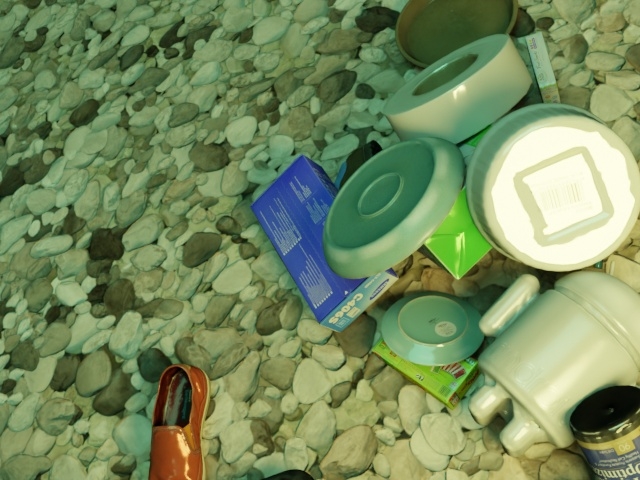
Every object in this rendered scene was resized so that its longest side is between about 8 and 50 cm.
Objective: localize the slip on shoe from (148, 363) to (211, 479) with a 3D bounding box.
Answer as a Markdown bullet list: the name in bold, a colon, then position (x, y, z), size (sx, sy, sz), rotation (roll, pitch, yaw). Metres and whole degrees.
- **slip on shoe**: position (-0.279, 0.387, 1.754), size (0.123, 0.101, 0.331), rotation (-7, 60, 19)

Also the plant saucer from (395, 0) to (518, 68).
- **plant saucer**: position (0.301, -0.478, 2.041), size (0.277, 0.041, 0.278), rotation (-12, 57, 19)

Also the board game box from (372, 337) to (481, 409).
- **board game box**: position (0.192, 0.216, 1.671), size (0.181, 0.043, 0.092), rotation (32, 77, 35)

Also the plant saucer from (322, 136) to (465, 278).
- **plant saucer**: position (0.117, -0.072, 1.660), size (0.317, 0.043, 0.318), rotation (-33, 32, 24)

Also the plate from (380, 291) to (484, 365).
- **plate**: position (0.203, 0.151, 1.669), size (0.188, 0.024, 0.188), rotation (-2, 39, 2)

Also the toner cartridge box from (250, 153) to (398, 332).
- **toner cartridge box**: position (0.000, 0.000, 1.848), size (0.165, 0.075, 0.348), rotation (-44, 51, 16)

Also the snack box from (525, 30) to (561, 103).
- **snack box**: position (0.447, -0.331, 1.846), size (0.037, 0.100, 0.141), rotation (-16, 56, 16)

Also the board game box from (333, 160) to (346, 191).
- **board game box**: position (0.090, -0.106, 1.920), size (0.133, 0.033, 0.169), rotation (7, 63, 33)

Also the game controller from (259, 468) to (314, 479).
- **game controller**: position (-0.136, 0.520, 1.614), size (0.319, 0.067, 0.167), rotation (-23, 68, 11)

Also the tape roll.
- **tape roll**: position (0.268, -0.288, 1.816), size (0.286, 0.100, 0.286), rotation (-31, 17, 10)

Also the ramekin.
- **ramekin**: position (0.380, -0.082, 1.494), size (0.277, 0.135, 0.277), rotation (0, 100, 3)

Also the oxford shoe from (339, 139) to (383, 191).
- **oxford shoe**: position (0.086, -0.090, 1.846), size (0.096, 0.083, 0.227), rotation (-24, 43, 26)

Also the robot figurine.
- **robot figurine**: position (0.398, 0.190, 1.492), size (0.353, 0.200, 0.300), rotation (-44, 70, -4)

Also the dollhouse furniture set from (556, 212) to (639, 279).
- **dollhouse furniture set**: position (0.499, -0.017, 1.638), size (0.129, 0.129, 0.184), rotation (3, 87, 26)

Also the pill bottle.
- **pill bottle**: position (0.467, 0.332, 1.359), size (0.122, 0.219, 0.123), rotation (-29, 12, 7)

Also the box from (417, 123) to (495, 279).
- **box**: position (0.272, -0.081, 1.694), size (0.262, 0.127, 0.231), rotation (-44, 17, 1)
